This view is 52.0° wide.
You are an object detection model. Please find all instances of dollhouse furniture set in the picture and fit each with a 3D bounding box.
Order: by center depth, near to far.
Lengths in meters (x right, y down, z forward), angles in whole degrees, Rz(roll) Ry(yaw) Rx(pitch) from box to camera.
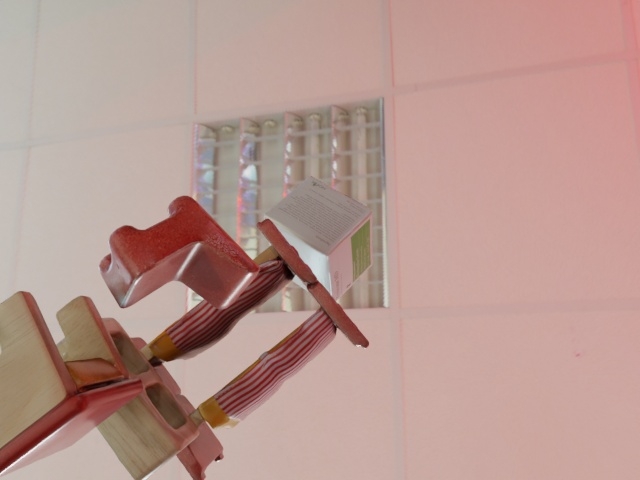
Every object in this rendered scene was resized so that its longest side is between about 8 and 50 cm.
[{"bbox_3d":[-0.083,0.088,0.511,0.201,0.374,0.152,-39,-97,-2],"label":"dollhouse furniture set"}]

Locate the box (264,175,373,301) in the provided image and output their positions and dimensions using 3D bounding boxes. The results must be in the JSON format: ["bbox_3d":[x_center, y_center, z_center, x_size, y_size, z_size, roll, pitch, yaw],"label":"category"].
[{"bbox_3d":[0.000,0.000,0.785,0.102,0.101,0.087,32,-121,28],"label":"box"}]
